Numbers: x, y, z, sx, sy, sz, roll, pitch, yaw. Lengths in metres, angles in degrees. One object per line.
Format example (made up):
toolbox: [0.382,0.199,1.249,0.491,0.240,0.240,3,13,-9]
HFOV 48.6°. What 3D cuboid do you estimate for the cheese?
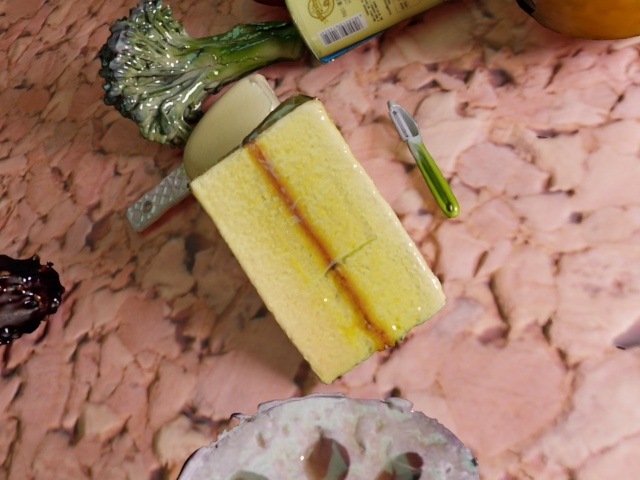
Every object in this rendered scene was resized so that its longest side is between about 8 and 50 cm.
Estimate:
cheese: [-0.147,-0.095,0.902,0.255,0.050,0.127,-39,62,10]

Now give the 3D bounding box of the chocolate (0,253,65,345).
chocolate: [-0.395,0.077,0.903,0.133,0.156,0.156,-7,52,-7]

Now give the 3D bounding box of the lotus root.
lotus root: [0.019,0.262,0.491,0.272,0.192,0.272,-11,49,13]

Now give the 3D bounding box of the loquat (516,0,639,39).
loquat: [0.292,-0.327,0.677,0.263,0.263,0.263,-15,54,21]

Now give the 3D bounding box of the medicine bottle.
medicine bottle: [0.077,-0.326,0.884,0.239,0.124,0.124,-22,52,13]

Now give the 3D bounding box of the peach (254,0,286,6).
peach: [-0.051,-0.425,0.977,0.192,0.190,0.190,-16,51,45]

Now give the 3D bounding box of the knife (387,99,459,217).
knife: [0.112,-0.093,0.776,0.022,0.026,0.184,-59,39,39]

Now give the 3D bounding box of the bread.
bread: [0.002,0.003,0.764,0.168,0.163,0.264,-33,81,5]

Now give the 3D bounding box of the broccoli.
broccoli: [-0.167,-0.221,0.948,0.275,0.177,0.198,8,65,15]
